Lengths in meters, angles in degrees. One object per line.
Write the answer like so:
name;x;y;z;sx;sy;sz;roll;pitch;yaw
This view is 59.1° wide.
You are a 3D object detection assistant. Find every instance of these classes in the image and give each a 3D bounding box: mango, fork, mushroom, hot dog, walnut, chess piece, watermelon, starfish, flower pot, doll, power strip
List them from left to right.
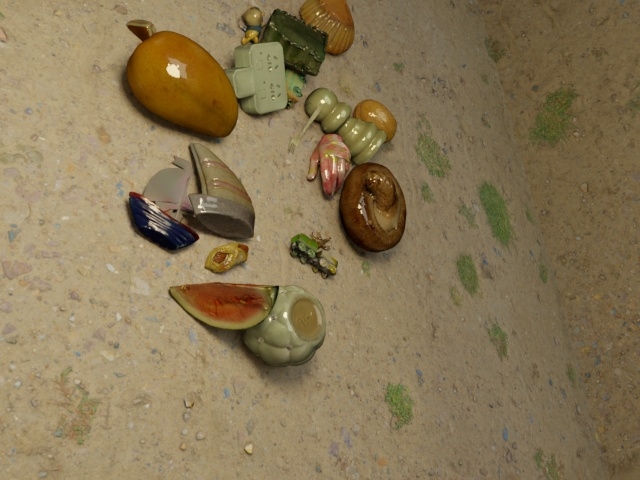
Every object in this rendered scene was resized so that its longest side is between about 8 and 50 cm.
mango;-0.395;-0.458;1.689;0.378;0.221;0.263;36;44;-40
hot dog;-0.268;0.042;1.677;0.169;0.061;0.078;-28;90;-47
watermelon;-0.242;0.178;1.534;0.159;0.304;0.128;17;74;-69
power strip;-0.247;-0.548;1.927;0.261;0.141;0.229;-28;120;-45
doll;-0.251;-0.801;2.087;0.089;0.102;0.179;79;10;-59
flower pot;-0.102;0.247;1.642;0.246;0.195;0.246;22;56;-36
fork;-0.058;-0.414;2.070;0.034;0.028;0.219;34;79;-19
starfish;0.000;0.000;1.981;0.091;0.028;0.078;37;43;-22
chess piece;0.084;-0.457;2.189;0.330;0.182;0.182;40;48;-16
walnut;0.222;-0.491;2.337;0.206;0.159;0.159;47;45;-18
mushroom;0.200;-0.125;2.103;0.345;0.239;0.345;-19;118;-41

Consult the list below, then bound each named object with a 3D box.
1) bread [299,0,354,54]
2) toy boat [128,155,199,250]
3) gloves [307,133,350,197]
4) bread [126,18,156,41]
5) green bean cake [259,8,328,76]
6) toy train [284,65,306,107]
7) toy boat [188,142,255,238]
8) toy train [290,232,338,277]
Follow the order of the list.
bread;0.042;-0.921;2.379;0.274;0.149;0.274;18;58;-30
toy boat;-0.437;-0.125;1.594;0.219;0.072;0.318;14;58;-43
gloves;0.037;-0.278;2.073;0.145;0.126;0.241;18;48;-24
bread;-0.542;-0.651;1.747;0.109;0.062;0.043;39;49;-20
green bean cake;-0.096;-0.732;2.098;0.241;0.132;0.255;25;35;-17
toy train;-0.115;-0.580;2.115;0.099;0.072;0.188;35;50;-28
toy boat;-0.285;-0.136;1.713;0.276;0.111;0.293;39;35;-39
toy train;-0.020;0.052;1.914;0.202;0.060;0.081;37;43;-28
